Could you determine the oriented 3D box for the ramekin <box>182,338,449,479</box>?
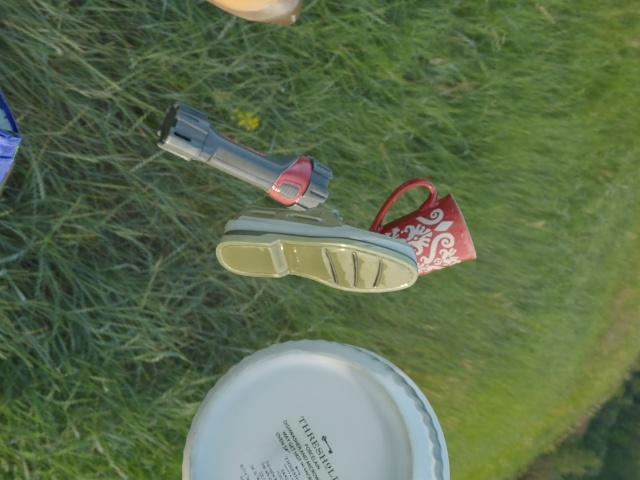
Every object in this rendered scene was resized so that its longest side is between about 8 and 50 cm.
[{"bbox_3d":[-0.005,0.172,0.563,0.207,0.207,0.109,-60,163,-12],"label":"ramekin"}]

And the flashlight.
[{"bbox_3d":[-0.126,-0.142,1.260,0.304,0.103,0.103,24,74,-28],"label":"flashlight"}]

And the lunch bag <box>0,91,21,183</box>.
[{"bbox_3d":[-0.320,-0.072,0.624,0.096,0.151,0.129,-2,128,-59],"label":"lunch bag"}]

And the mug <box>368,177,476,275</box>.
[{"bbox_3d":[0.144,-0.009,1.199,0.169,0.150,0.113,-22,170,6],"label":"mug"}]

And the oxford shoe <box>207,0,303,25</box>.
[{"bbox_3d":[-0.165,-0.343,0.783,0.130,0.363,0.132,-47,167,4],"label":"oxford shoe"}]

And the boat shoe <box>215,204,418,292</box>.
[{"bbox_3d":[0.000,0.000,1.113,0.113,0.302,0.103,89,13,-48],"label":"boat shoe"}]
